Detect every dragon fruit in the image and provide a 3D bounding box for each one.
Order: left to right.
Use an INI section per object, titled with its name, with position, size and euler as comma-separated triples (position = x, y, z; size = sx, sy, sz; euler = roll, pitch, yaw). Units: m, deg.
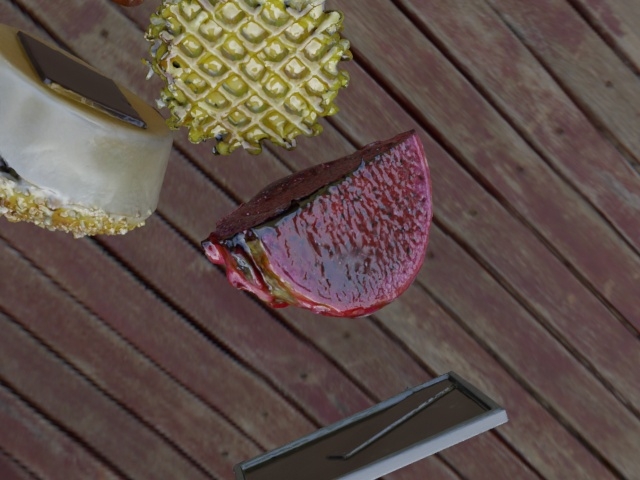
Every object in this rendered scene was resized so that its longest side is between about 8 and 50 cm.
[dragon fruit]
position = 0.000, 0.000, 1.132
size = 0.189, 0.262, 0.163
euler = 49, 138, 13

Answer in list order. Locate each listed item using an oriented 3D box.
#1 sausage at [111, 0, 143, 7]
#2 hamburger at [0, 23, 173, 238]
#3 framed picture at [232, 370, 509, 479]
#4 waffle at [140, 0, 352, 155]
[sausage]
position = -0.247, -0.292, 1.247
size = 0.131, 0.039, 0.041
euler = 25, 144, 8
[hamburger]
position = -0.309, -0.114, 1.275
size = 0.302, 0.302, 0.170
euler = 30, 103, -13
[framed picture]
position = 0.048, 0.242, 1.361
size = 0.315, 0.232, 0.024
euler = -23, 97, -5
[waffle]
position = -0.070, -0.173, 1.081
size = 0.197, 0.070, 0.193
euler = -9, 126, 5
